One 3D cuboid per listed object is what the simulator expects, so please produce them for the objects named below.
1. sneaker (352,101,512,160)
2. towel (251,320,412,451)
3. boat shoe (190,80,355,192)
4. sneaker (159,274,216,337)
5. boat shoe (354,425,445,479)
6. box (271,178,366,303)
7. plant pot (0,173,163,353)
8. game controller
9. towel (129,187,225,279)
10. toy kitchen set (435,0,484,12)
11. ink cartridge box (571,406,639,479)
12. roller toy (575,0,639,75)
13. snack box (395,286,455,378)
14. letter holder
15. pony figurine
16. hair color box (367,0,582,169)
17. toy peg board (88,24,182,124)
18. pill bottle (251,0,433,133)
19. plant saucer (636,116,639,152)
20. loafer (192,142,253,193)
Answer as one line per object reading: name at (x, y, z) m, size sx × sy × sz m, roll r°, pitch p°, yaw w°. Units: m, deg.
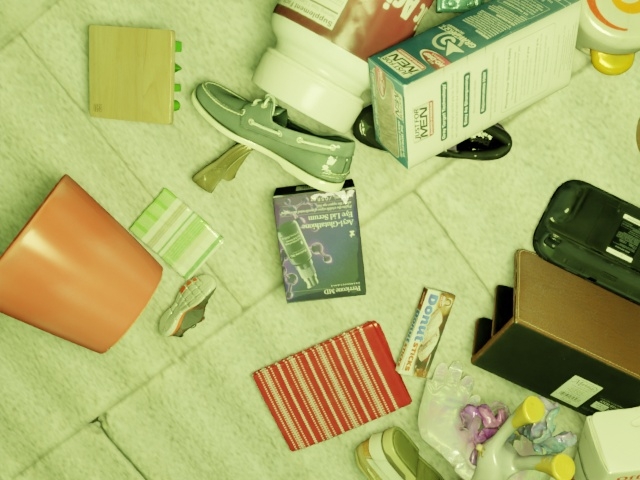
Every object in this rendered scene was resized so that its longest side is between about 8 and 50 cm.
sneaker at (0.200, -0.197, 1.302) m, size 0.283 × 0.124 × 0.107 m, roll 5°, pitch 103°, yaw -1°
towel at (0.026, 0.293, 1.469) m, size 0.275 × 0.031 × 0.198 m, roll -24°, pitch 102°, yaw 6°
boat shoe at (-0.080, -0.206, 1.278) m, size 0.319 × 0.116 × 0.099 m, roll 34°, pitch 120°, yaw 10°
sneaker at (-0.247, 0.129, 1.424) m, size 0.158 × 0.061 × 0.065 m, roll -44°, pitch 138°, yaw 18°
boat shoe at (0.182, 0.509, 1.489) m, size 0.103 × 0.113 × 0.302 m, roll -26°, pitch 104°, yaw 27°
box at (0.000, 0.000, 1.360) m, size 0.153 × 0.108 × 0.207 m, roll -8°, pitch 103°, yaw 2°
plant pot at (-0.436, 0.059, 1.310) m, size 0.243 × 0.275 × 0.275 m, roll 39°, pitch 101°, yaw -18°
game controller at (0.566, 0.012, 1.390) m, size 0.319 × 0.067 × 0.166 m, roll 25°, pitch 86°, yaw -6°
towel at (-0.274, -0.013, 1.406) m, size 0.152 × 0.023 × 0.113 m, roll 43°, pitch 98°, yaw -7°
toy kitchen set at (0.286, -0.488, 1.234) m, size 0.166 × 0.122 × 0.207 m, roll 3°, pitch 103°, yaw 0°
ink cartridge box at (0.601, 0.432, 1.386) m, size 0.207 × 0.117 × 0.283 m, roll -8°, pitch 139°, yaw 3°
roller toy at (0.505, -0.408, 1.239) m, size 0.191 × 0.146 × 0.209 m, roll -38°, pitch 90°, yaw 7°
snack box at (0.205, 0.181, 1.432) m, size 0.064 × 0.022 × 0.178 m, roll 14°, pitch 100°, yaw -20°
letter holder at (0.463, 0.176, 1.393) m, size 0.302 × 0.214 × 0.152 m, roll 25°, pitch 134°, yaw -6°
pony figurine at (0.309, 0.402, 1.321) m, size 0.303 × 0.363 × 0.351 m, roll 30°, pitch 61°, yaw 1°
hair color box at (0.252, -0.276, 1.200) m, size 0.347 × 0.105 × 0.174 m, roll -28°, pitch 140°, yaw -16°
toy peg board at (-0.324, -0.297, 1.318) m, size 0.161 × 0.079 × 0.161 m, roll 8°, pitch 103°, yaw 15°
pill bottle at (0.058, -0.392, 1.206) m, size 0.224 × 0.224 × 0.392 m, roll 28°, pitch 102°, yaw -6°
plant saucer at (0.670, -0.201, 1.349) m, size 0.169 × 0.029 × 0.168 m, roll 0°, pitch 103°, yaw 1°
loafer at (-0.168, -0.140, 1.357) m, size 0.148 × 0.056 × 0.050 m, roll -32°, pitch 102°, yaw 18°
